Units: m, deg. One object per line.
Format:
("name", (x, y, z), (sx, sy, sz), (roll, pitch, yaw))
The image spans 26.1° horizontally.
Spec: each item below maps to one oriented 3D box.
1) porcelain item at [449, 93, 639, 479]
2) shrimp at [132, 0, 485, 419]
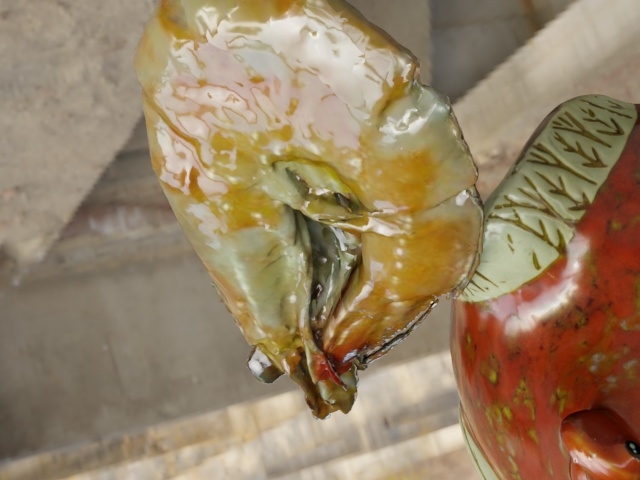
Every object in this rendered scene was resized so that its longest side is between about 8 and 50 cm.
("porcelain item", (0.153, 0.055, 0.600), (0.253, 0.253, 0.253), (-17, 167, -4))
("shrimp", (-0.001, 0.001, 0.601), (0.062, 0.154, 0.294), (-58, 158, -28))
